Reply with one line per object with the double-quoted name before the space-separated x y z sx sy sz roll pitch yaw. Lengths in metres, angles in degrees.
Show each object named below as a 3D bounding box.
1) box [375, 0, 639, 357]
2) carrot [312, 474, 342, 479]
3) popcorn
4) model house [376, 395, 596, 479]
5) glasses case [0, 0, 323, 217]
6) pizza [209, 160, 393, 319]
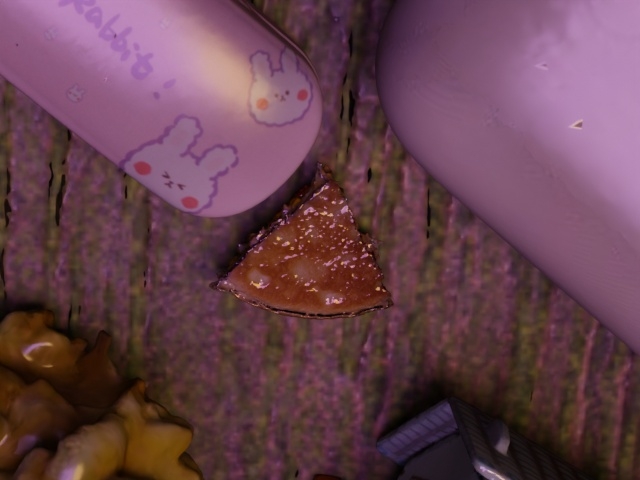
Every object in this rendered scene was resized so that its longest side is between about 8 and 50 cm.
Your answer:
"box" 0.224 -0.079 1.011 0.349 0.141 0.288 40 103 -3
"carrot" 0.000 0.192 1.192 0.032 0.032 0.093 4 109 -6
"popcorn" -0.167 0.152 1.087 0.218 0.169 0.189 20 109 -16
"model house" 0.117 0.237 1.120 0.224 0.198 0.215 31 82 -15
"glasses case" -0.127 -0.128 1.026 0.297 0.075 0.113 38 102 -18
"pizza" 0.001 0.013 1.123 0.099 0.029 0.100 36 108 -25
